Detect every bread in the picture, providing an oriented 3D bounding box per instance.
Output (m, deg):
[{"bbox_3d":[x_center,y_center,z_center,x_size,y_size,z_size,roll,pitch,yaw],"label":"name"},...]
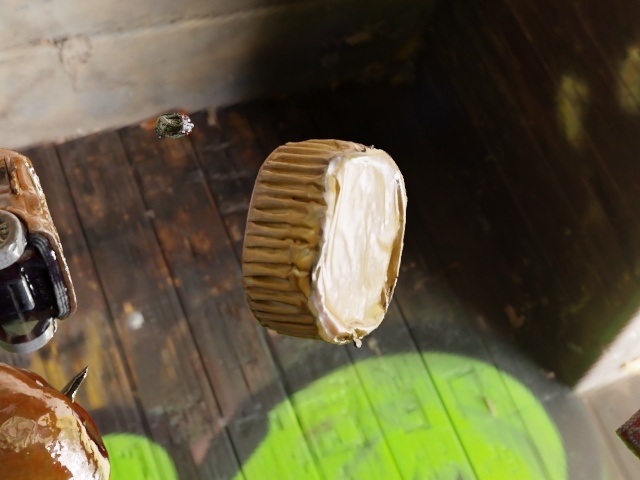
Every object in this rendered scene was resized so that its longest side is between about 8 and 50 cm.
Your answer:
[{"bbox_3d":[0.000,0.000,1.140,0.104,0.199,0.199,7,170,31],"label":"bread"}]

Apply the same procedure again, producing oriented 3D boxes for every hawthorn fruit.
[{"bbox_3d":[-0.378,0.266,1.409,0.301,0.268,0.268,-55,150,1],"label":"hawthorn fruit"}]

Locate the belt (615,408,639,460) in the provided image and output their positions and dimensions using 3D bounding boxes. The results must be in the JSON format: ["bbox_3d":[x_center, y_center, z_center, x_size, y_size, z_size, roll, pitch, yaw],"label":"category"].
[{"bbox_3d":[0.389,0.147,1.210,0.071,0.053,0.232,-23,154,-50],"label":"belt"}]

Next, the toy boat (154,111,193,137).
[{"bbox_3d":[-0.199,-0.154,1.573,0.038,0.038,0.083,-3,-177,-36],"label":"toy boat"}]

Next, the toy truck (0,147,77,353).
[{"bbox_3d":[-0.227,0.015,0.596,0.192,0.092,0.083,-14,140,-8],"label":"toy truck"}]
